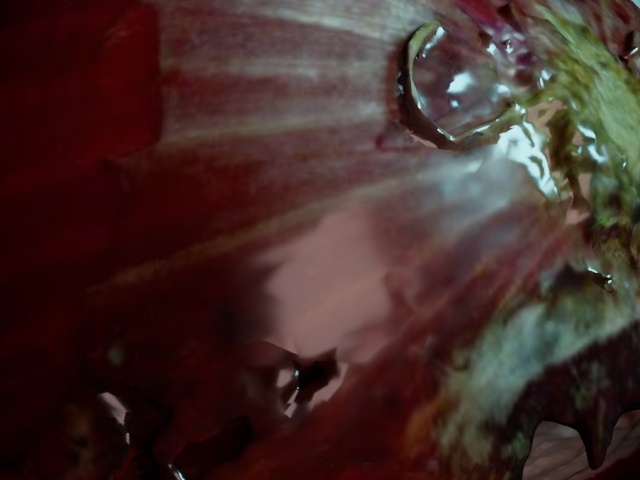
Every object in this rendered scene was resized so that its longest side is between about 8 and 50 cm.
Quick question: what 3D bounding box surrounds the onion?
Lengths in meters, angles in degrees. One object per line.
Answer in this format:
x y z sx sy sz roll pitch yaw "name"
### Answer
0.000 -0.002 0.492 0.341 0.341 0.341 0 90 -15 "onion"
